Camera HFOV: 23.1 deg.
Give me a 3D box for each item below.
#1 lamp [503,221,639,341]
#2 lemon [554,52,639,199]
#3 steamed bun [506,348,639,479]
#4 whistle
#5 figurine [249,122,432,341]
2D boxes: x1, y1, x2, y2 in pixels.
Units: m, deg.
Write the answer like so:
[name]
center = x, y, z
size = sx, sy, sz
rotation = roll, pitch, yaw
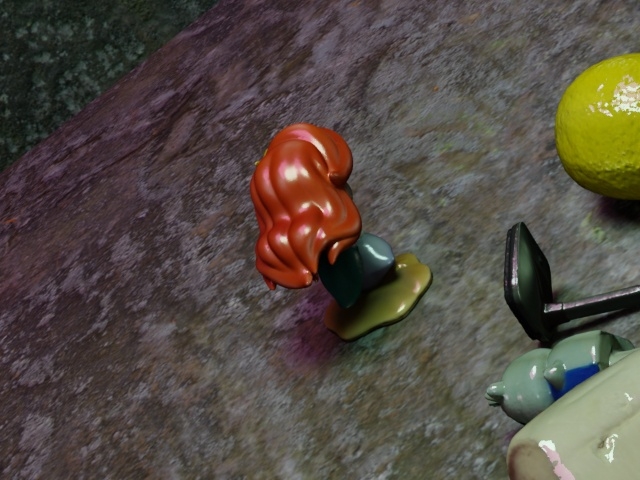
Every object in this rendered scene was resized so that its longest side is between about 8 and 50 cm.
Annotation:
[lamp]
center = 0.317, -0.016, 1.693
size = 0.283, 0.203, 0.124
rotation = -26, 47, 16
[lemon]
center = 0.371, -0.130, 1.830
size = 0.193, 0.181, 0.180
rotation = 25, 62, 27
[steamed bun]
center = 0.295, 0.216, 1.405
size = 0.225, 0.170, 0.200
rotation = -31, 54, -23
[whistle]
center = 0.274, 0.144, 1.593
size = 0.244, 0.110, 0.092
rotation = -18, 64, 36
[figurine]
center = 0.008, -0.005, 1.996
size = 0.208, 0.257, 0.181
rotation = -47, 26, -16
